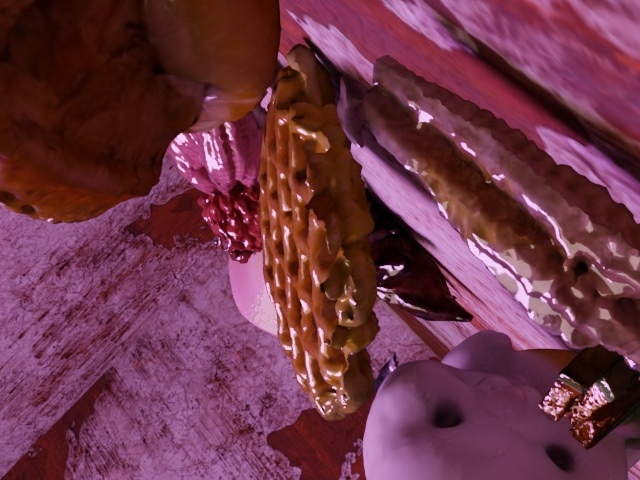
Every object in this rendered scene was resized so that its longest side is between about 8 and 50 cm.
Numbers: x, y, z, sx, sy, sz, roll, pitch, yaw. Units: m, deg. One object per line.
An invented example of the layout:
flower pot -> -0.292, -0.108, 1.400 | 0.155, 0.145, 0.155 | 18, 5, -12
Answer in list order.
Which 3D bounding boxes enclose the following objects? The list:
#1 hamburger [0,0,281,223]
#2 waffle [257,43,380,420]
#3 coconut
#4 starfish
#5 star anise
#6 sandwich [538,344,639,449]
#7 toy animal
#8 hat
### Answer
hamburger -> -0.151, -0.153, 0.422 | 0.290, 0.170, 0.314 | 50, 176, -40
waffle -> 0.000, 0.000, 0.663 | 0.238, 0.058, 0.243 | 105, 156, -63
coconut -> -0.024, 0.052, 1.563 | 0.233, 0.233, 0.245 | 44, 178, 22
starfish -> 0.170, 0.143, 0.299 | 0.384, 0.132, 0.398 | 29, 134, 62
star anise -> 0.040, 0.016, 1.038 | 0.272, 0.102, 0.272 | 44, -179, -1
sandwich -> 0.146, 0.072, 0.499 | 0.029, 0.067, 0.135 | 47, -176, 23
toy animal -> 0.098, 0.169, 0.669 | 0.182, 0.247, 0.310 | 37, -175, 5
hat -> -0.096, -0.118, 0.861 | 0.237, 0.107, 0.286 | -141, 30, -76
